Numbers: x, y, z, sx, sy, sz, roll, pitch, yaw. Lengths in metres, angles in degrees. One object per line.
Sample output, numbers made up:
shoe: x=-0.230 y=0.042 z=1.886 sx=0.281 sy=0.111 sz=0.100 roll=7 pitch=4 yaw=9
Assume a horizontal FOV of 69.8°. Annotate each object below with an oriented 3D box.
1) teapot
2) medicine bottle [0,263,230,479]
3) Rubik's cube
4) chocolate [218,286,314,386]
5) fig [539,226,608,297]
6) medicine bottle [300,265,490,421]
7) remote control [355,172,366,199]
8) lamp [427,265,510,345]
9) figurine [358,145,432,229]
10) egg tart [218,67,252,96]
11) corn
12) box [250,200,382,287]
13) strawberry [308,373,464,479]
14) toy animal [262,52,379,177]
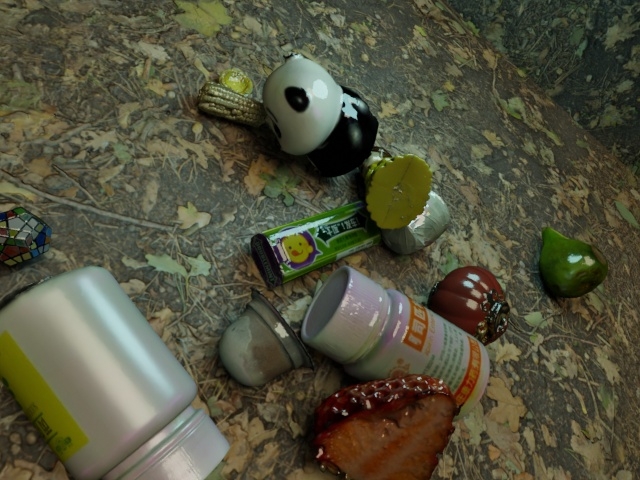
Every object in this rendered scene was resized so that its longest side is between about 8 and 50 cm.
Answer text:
teapot: x=0.237 y=-0.068 z=1.295 sx=0.221 sy=0.163 sz=0.178 roll=49 pitch=54 yaw=3
medicine bottle: x=-0.331 y=0.238 z=0.727 sx=0.378 sy=0.213 sz=0.214 roll=50 pitch=50 yaw=4
Rubik's cube: x=-0.542 y=-0.009 z=0.818 sx=0.111 sy=0.093 sz=0.111 roll=14 pitch=58 yaw=-24
chocolate: x=-0.125 y=0.216 z=0.922 sx=0.147 sy=0.221 sz=0.221 roll=-37 pitch=86 yaw=-12
fig: x=0.850 y=0.061 z=1.604 sx=0.206 sy=0.206 sz=0.274 roll=13 pitch=37 yaw=-26
medicine bottle: x=0.166 y=0.233 z=1.038 sx=0.389 sy=0.219 sz=0.219 roll=32 pitch=51 yaw=-12
remote control: x=0.127 y=-0.164 z=1.376 sx=0.039 sy=0.014 sz=0.096 roll=9 pitch=58 yaw=-27
lamp: x=0.395 y=0.180 z=1.214 sx=0.227 sy=0.227 sz=0.226 roll=15 pitch=57 yaw=-24
figurine: x=0.168 y=-0.176 z=1.247 sx=0.168 sy=0.187 sz=0.315 roll=-10 pitch=25 yaw=-5
egg tart: x=-0.240 y=-0.434 z=1.286 sx=0.105 sy=0.039 sz=0.105 roll=15 pitch=57 yaw=-24
corn: x=-0.224 y=-0.353 z=1.228 sx=0.211 sy=0.087 sz=0.086 roll=17 pitch=56 yaw=-30
box: x=0.000 y=0.000 z=1.151 sx=0.346 sy=0.097 sz=0.134 roll=-21 pitch=85 yaw=-38
strawberry: x=0.112 y=0.357 z=0.920 sx=0.254 sy=0.279 sz=0.150 roll=18 pitch=17 yaw=-4
toy animal: x=-0.011 y=-0.331 z=1.204 sx=0.310 sy=0.251 sz=0.250 roll=32 pitch=45 yaw=-49
